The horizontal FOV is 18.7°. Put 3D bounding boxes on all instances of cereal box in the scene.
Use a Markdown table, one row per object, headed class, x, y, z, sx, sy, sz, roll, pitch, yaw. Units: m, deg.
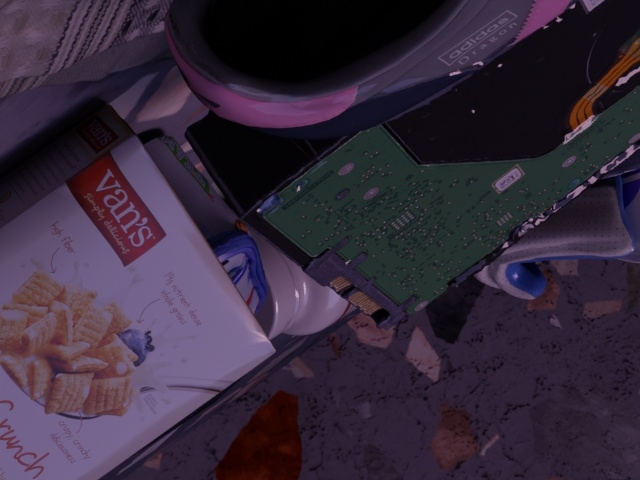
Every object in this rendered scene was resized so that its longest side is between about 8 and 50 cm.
| class | x | y | z | sx | sy | sz | roll | pitch | yaw |
| --- | --- | --- | --- | --- | --- | --- | --- | --- | --- |
| cereal box | -0.161 | 0.063 | 1.017 | 0.240 | 0.173 | 0.047 | -36 | -142 | -6 |

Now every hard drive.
| class | x | y | z | sx | sy | sz | roll | pitch | yaw |
| --- | --- | --- | --- | --- | --- | --- | --- | --- | --- |
| hard drive | 0.118 | -0.100 | 0.952 | 0.339 | 0.064 | 0.237 | -38 | 155 | 6 |

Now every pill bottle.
| class | x | y | z | sx | sy | sz | roll | pitch | yaw |
| --- | --- | --- | --- | --- | --- | --- | --- | --- | --- |
| pill bottle | 0.000 | 0.000 | 1.519 | 0.216 | 0.121 | 0.121 | -30 | 170 | -43 |

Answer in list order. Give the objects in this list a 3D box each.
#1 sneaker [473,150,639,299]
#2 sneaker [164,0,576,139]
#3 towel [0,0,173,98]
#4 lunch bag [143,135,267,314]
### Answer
| class | x | y | z | sx | sy | sz | roll | pitch | yaw |
| --- | --- | --- | --- | --- | --- | --- | --- | --- | --- |
| sneaker | 0.169 | -0.109 | 1.128 | 0.323 | 0.236 | 0.130 | -40 | 173 | 27 |
| sneaker | 0.080 | -0.138 | 0.654 | 0.319 | 0.112 | 0.131 | -41 | 172 | 20 |
| towel | 0.004 | -0.158 | 0.735 | 0.324 | 0.056 | 0.312 | -40 | 173 | 35 |
| lunch bag | -0.176 | 0.071 | 1.166 | 0.303 | 0.115 | 0.243 | -37 | 171 | -7 |
